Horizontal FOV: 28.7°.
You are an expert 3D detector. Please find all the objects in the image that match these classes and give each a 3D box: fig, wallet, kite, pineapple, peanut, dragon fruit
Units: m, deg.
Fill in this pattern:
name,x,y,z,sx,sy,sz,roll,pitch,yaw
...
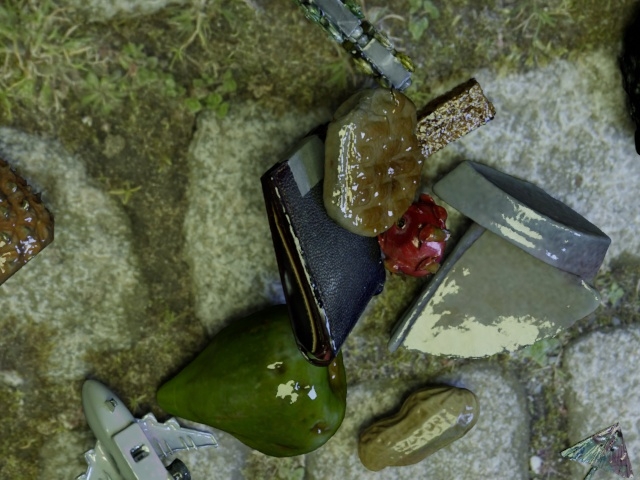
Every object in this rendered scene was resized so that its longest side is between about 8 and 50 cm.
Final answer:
name,x,y,z,sx,sy,sz,roll,pitch,yaw
fig,-0.106,0.196,1.702,0.275,0.206,0.206,-7,113,16
wallet,0.000,0.000,1.619,0.071,0.221,0.262,-5,111,25
kite,0.431,0.351,1.950,0.139,0.011,0.157,23,103,-16
pineapple,-0.473,-0.094,1.528,0.169,0.169,0.340,-36,105,3
peanut,0.142,0.271,1.817,0.194,0.083,0.093,-26,127,-3
dragon fruit,0.116,-0.005,1.685,0.068,0.126,0.112,3,76,-38

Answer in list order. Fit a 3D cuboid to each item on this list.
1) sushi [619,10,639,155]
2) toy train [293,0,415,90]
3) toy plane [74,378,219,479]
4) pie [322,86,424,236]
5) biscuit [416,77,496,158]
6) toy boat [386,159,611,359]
name,x,y,z,sx,sy,sz,roll,pitch,yaw
sushi,0.590,-0.208,1.628,0.327,0.285,0.329,-11,111,-8
toy train,0.042,-0.266,1.605,0.060,0.081,0.202,-45,119,7
toy plane,-0.254,0.302,1.720,0.251,0.101,0.255,-31,98,-31
pie,0.072,-0.102,1.604,0.195,0.046,0.195,-20,118,-44
biscuit,0.142,-0.144,1.691,0.199,0.034,0.064,-32,113,0
toy boat,0.260,0.042,1.753,0.276,0.111,0.294,12,116,-6
